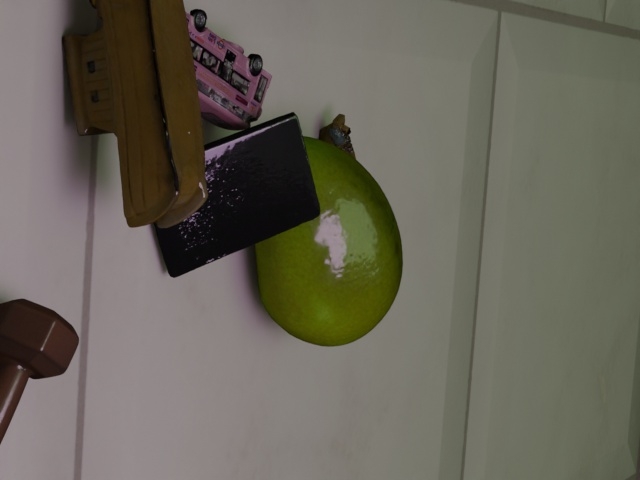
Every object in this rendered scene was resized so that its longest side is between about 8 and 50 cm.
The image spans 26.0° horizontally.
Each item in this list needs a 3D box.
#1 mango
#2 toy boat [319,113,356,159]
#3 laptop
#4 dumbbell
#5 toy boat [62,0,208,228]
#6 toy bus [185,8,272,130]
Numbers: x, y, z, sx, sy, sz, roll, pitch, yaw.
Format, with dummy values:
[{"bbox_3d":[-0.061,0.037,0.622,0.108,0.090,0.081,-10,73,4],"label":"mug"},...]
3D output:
[{"bbox_3d":[0.008,0.001,1.687,0.185,0.149,0.273,-12,111,-13],"label":"mango"},{"bbox_3d":[0.031,-0.097,1.822,0.047,0.049,0.149,-45,133,-45],"label":"toy boat"},{"bbox_3d":[-0.098,-0.052,1.546,0.197,0.016,0.135,-22,116,-19],"label":"laptop"},{"bbox_3d":[-0.304,0.166,1.278,0.082,0.092,0.231,33,66,-27],"label":"dumbbell"},{"bbox_3d":[-0.188,-0.169,1.366,0.089,0.121,0.321,-11,92,-58],"label":"toy boat"},{"bbox_3d":[-0.131,-0.190,1.514,0.203,0.063,0.090,29,74,-56],"label":"toy bus"}]
